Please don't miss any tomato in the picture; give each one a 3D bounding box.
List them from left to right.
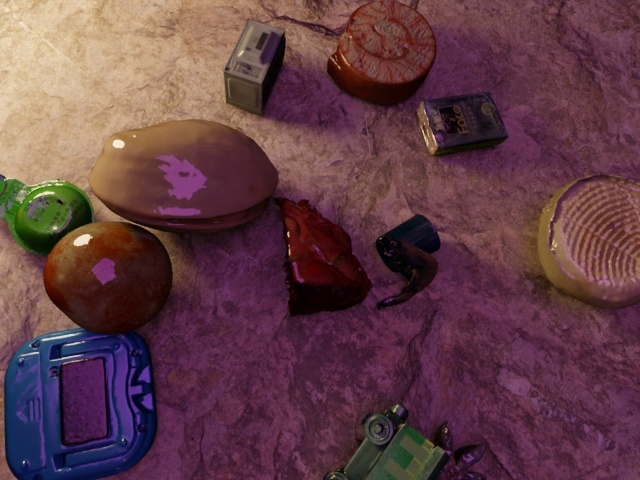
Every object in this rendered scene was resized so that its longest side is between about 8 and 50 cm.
[{"bbox_3d":[-0.472,0.069,1.068,0.270,0.270,0.222,40,111,6],"label":"tomato"}]

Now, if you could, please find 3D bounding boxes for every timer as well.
[{"bbox_3d":[-0.543,0.366,1.060,0.309,0.115,0.339,-8,74,-12],"label":"timer"}]

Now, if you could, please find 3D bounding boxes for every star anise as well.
[{"bbox_3d":[0.306,0.551,1.113,0.229,0.093,0.236,-34,78,-15],"label":"star anise"}]

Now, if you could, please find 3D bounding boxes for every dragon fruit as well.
[{"bbox_3d":[0.010,-0.001,1.171,0.228,0.286,0.329,-7,65,-5],"label":"dragon fruit"}]

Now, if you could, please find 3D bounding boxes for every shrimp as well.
[{"bbox_3d":[0.190,0.091,1.183,0.198,0.262,0.051,-50,44,9],"label":"shrimp"}]

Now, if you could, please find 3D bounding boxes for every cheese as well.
[{"bbox_3d":[-0.725,-0.078,1.189,0.321,0.083,0.203,25,74,-1],"label":"cheese"}]

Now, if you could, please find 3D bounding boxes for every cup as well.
[{"bbox_3d":[0.242,0.024,1.258,0.138,0.113,0.150,-29,77,-13],"label":"cup"}]

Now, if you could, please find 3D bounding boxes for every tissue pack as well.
[{"bbox_3d":[0.427,-0.358,1.419,0.236,0.073,0.173,-10,73,-10],"label":"tissue pack"}]

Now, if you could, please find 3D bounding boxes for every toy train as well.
[{"bbox_3d":[0.139,0.525,1.042,0.202,0.120,0.300,32,80,29],"label":"toy train"}]

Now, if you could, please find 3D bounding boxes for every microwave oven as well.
[{"bbox_3d":[-0.186,-0.500,1.345,0.123,0.162,0.208,18,67,-2],"label":"microwave oven"}]

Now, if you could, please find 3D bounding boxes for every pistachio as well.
[{"bbox_3d":[-0.332,-0.160,1.163,0.446,0.281,0.365,-2,43,-22],"label":"pistachio"}]

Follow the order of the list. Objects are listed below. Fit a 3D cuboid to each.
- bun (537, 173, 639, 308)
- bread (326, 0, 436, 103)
[{"bbox_3d":[0.763,0.010,1.279,0.365,0.202,0.364,0,74,0],"label":"bun"},{"bbox_3d":[0.202,-0.581,1.439,0.295,0.114,0.327,26,70,2],"label":"bread"}]
